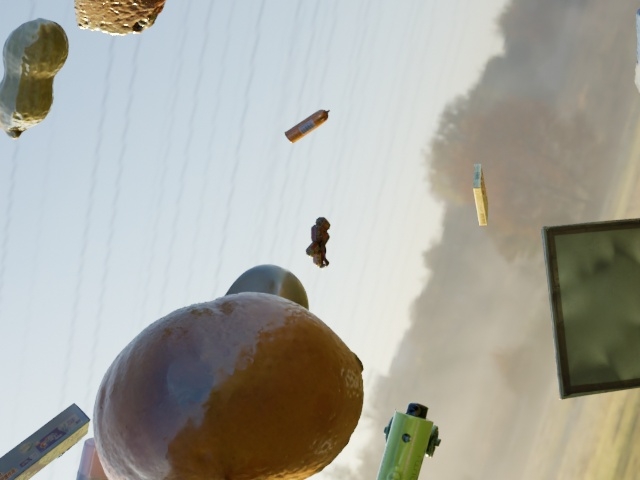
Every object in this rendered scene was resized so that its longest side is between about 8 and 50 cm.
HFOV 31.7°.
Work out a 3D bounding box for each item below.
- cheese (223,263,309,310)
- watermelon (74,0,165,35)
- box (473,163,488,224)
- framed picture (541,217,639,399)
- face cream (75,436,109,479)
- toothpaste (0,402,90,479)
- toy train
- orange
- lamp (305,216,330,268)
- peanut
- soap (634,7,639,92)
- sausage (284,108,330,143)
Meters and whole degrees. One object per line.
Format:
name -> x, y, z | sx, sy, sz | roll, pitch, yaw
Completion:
cheese -> -0.091, 0.126, 1.738 | 0.175, 0.091, 0.202 | -55, 27, 6
watermelon -> -0.306, -0.444, 1.784 | 0.140, 0.192, 0.257 | -84, 17, -84
box -> 0.270, -0.077, 1.897 | 0.093, 0.015, 0.058 | 72, -161, -46
framed picture -> 0.383, 0.088, 1.504 | 0.010, 0.173, 0.231 | 170, 95, -74
face cream -> -0.330, 0.390, 1.673 | 0.084, 0.057, 0.198 | 6, -81, -36
toothpaste -> -0.536, 0.402, 2.037 | 0.272, 0.053, 0.066 | -37, -15, -34
toy train -> 0.134, 0.403, 1.928 | 0.157, 0.105, 0.253 | 35, -109, -75
orange -> -0.128, 0.198, 1.357 | 0.310, 0.274, 0.274 | -31, 16, 33
lamp -> 0.000, 0.000, 1.964 | 0.063, 0.031, 0.083 | 51, -134, -56
peanut -> -0.373, -0.205, 1.431 | 0.187, 0.082, 0.082 | -65, -4, 36
soap -> 0.534, -0.157, 1.342 | 0.159, 0.257, 0.302 | 84, 173, -58
sausage -> -0.023, -0.235, 2.284 | 0.107, 0.031, 0.031 | -30, 6, 22
